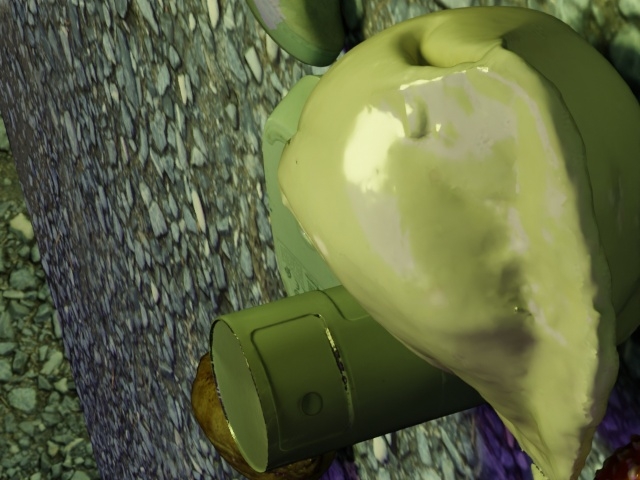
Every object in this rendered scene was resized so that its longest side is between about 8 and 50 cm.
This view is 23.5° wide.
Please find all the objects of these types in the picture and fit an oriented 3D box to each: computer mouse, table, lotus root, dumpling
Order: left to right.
[{"bbox_3d":[-0.069,0.186,1.681,0.260,0.128,0.145,33,145,63],"label":"lotus root"},{"bbox_3d":[0.026,-0.016,1.327,0.159,0.097,0.288,45,154,39],"label":"computer mouse"},{"bbox_3d":[0.037,0.091,1.196,0.126,0.220,0.126,164,90,-72],"label":"table"},{"bbox_3d":[0.098,0.013,0.982,0.395,0.233,0.315,-167,65,-81],"label":"dumpling"}]

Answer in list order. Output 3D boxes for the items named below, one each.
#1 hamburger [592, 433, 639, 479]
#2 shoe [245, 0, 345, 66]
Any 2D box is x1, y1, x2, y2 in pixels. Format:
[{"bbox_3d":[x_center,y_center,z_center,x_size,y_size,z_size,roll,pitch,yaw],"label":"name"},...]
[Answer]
[{"bbox_3d":[0.231,0.215,0.889,0.237,0.147,0.237,45,142,51],"label":"hamburger"},{"bbox_3d":[-0.034,-0.271,1.318,0.100,0.103,0.251,-33,85,25],"label":"shoe"}]
